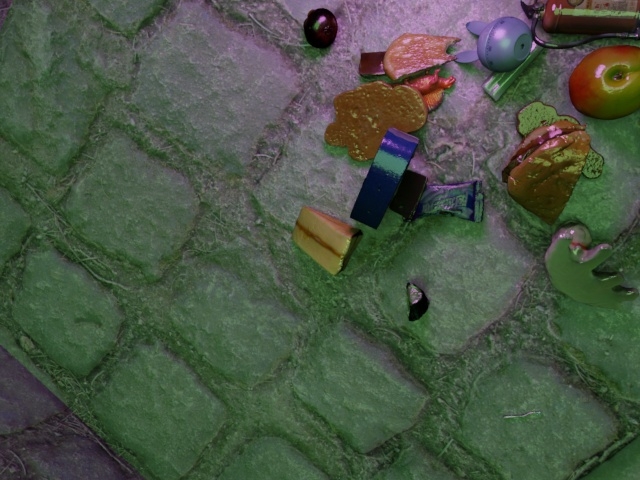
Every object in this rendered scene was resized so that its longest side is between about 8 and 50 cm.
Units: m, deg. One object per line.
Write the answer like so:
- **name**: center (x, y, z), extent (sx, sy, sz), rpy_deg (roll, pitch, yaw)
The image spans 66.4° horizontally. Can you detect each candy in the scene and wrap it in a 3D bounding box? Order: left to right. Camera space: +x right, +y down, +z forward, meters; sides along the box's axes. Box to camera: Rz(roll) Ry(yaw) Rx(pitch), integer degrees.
- **candy**: center (0.421, -0.134, 1.688), extent (0.276, 0.070, 0.145), rpy_deg (2, 92, 22)

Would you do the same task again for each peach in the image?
- **peach**: center (0.849, -0.460, 1.423), extent (0.231, 0.231, 0.230), rpy_deg (3, 100, 17)

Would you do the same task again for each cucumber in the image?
- **cucumber**: center (0.341, 0.214, 1.735), extent (0.086, 0.193, 0.115), rpy_deg (-3, 69, 16)

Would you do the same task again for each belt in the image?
- **belt**: center (0.214, -0.204, 1.651), extent (0.117, 0.212, 0.346), rpy_deg (26, 123, 6)

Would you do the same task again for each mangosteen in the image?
- **mangosteen**: center (-0.007, -0.741, 1.702), extent (0.140, 0.140, 0.139), rpy_deg (3, 100, 17)

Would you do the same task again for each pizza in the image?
- **pizza**: center (0.335, -0.621, 1.619), extent (0.262, 0.034, 0.180), rpy_deg (-9, 68, 11)

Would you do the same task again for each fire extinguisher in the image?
- **fire extinguisher**: center (0.778, -0.653, 1.438), extent (0.377, 0.200, 0.113), rpy_deg (11, 138, 16)

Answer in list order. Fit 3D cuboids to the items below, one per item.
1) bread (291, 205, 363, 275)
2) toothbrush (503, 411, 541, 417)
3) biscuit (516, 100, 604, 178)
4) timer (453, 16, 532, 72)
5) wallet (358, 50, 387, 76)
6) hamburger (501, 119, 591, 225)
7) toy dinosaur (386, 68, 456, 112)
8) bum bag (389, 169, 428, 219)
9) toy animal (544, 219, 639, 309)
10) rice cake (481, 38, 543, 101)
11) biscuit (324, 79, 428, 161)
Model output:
- **bread**: center (-0.003, -0.002, 1.790), extent (0.264, 0.163, 0.167), rpy_deg (24, 106, 13)
- **toothbrush**: center (0.720, 0.624, 1.746), extent (0.132, 0.011, 0.013), rpy_deg (-14, 73, 19)
- **biscuit**: center (0.760, -0.308, 1.564), extent (0.320, 0.047, 0.183), rpy_deg (32, 110, 10)
- **timer**: center (0.546, -0.602, 1.519), extent (0.176, 0.255, 0.175), rpy_deg (-2, 107, -8)
- **wallet**: center (0.221, -0.610, 1.683), extent (0.176, 0.026, 0.095), rpy_deg (2, 76, 15)
- **hamburger**: center (0.672, -0.205, 1.512), extent (0.209, 0.162, 0.329), rpy_deg (13, 133, 15)
- **toy dinosaur**: center (0.320, -0.498, 1.674), extent (0.286, 0.070, 0.138), rpy_deg (-8, 119, 20)
- **bum bag**: center (0.307, -0.163, 1.710), extent (0.109, 0.026, 0.159), rpy_deg (32, 107, 46)
- **toy animal**: center (0.849, 0.072, 1.560), extent (0.308, 0.188, 0.266), rpy_deg (12, 124, 4)
- **rice cake**: center (0.614, -0.558, 1.571), extent (0.080, 0.042, 0.221), rpy_deg (41, 109, 6)
- **biscuit**: center (0.186, -0.412, 1.705), extent (0.376, 0.051, 0.269), rpy_deg (-14, 108, 24)
